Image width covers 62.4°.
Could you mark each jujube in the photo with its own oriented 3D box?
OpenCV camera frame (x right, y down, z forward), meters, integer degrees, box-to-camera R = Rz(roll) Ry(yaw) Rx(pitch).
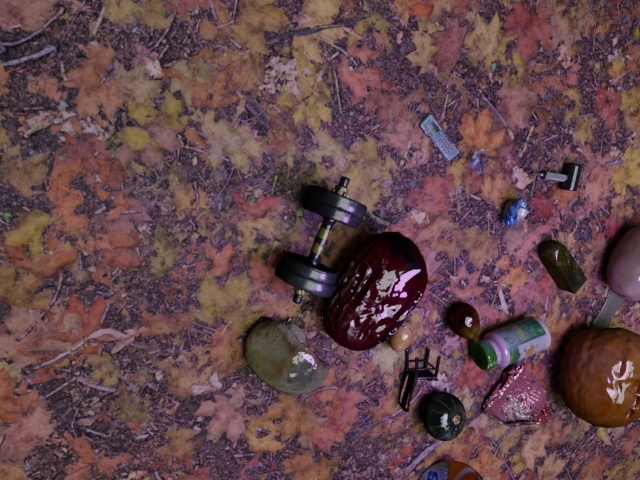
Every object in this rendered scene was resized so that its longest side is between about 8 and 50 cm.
[{"bbox_3d":[0.165,0.149,1.588,0.258,0.258,0.376,31,101,-26],"label":"jujube"}]

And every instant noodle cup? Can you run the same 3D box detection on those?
[{"bbox_3d":[0.508,0.976,1.910,0.296,0.296,0.214,-47,124,-7],"label":"instant noodle cup"}]

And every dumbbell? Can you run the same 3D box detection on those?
[{"bbox_3d":[0.000,0.000,1.509,0.185,0.185,0.388,21,93,-25],"label":"dumbbell"}]

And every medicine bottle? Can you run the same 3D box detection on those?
[{"bbox_3d":[0.682,0.375,1.911,0.274,0.133,0.133,-16,108,-18],"label":"medicine bottle"}]

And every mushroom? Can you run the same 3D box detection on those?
[{"bbox_3d":[-0.098,0.362,1.563,0.190,0.164,0.267,-37,113,-12],"label":"mushroom"}]

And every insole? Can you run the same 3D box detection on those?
[{"bbox_3d":[1.192,0.262,2.165,0.119,0.009,0.348,31,89,-26],"label":"insole"}]

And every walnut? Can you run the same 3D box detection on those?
[{"bbox_3d":[1.099,0.523,2.021,0.354,0.308,0.397,6,98,-19],"label":"walnut"}]

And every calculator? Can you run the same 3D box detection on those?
[{"bbox_3d":[0.379,-0.324,1.685,0.057,0.018,0.172,-47,113,-8],"label":"calculator"}]

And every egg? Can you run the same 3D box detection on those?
[{"bbox_3d":[0.263,0.323,1.751,0.080,0.080,0.096,22,93,-25],"label":"egg"}]

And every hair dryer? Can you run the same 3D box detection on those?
[{"bbox_3d":[0.836,-0.234,1.882,0.198,0.057,0.100,4,99,-18],"label":"hair dryer"}]

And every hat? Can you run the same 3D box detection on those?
[{"bbox_3d":[0.779,0.625,2.023,0.286,0.107,0.236,35,97,-21],"label":"hat"}]

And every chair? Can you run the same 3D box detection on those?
[{"bbox_3d":[0.339,0.485,1.821,0.102,0.084,0.212,1,102,-19],"label":"chair"}]

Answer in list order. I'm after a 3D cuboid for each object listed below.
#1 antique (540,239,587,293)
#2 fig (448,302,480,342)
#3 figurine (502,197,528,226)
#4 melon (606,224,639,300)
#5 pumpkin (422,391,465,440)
[{"bbox_3d":[0.892,0.094,1.962,0.080,0.081,0.221,-47,114,-9],"label":"antique"},{"bbox_3d":[0.512,0.293,1.837,0.109,0.103,0.154,-37,106,13],"label":"fig"},{"bbox_3d":[0.671,-0.092,1.826,0.114,0.079,0.114,-52,157,-33],"label":"figurine"},{"bbox_3d":[1.237,0.080,2.024,0.223,0.223,0.316,35,85,-26],"label":"melon"},{"bbox_3d":[0.435,0.621,1.868,0.167,0.125,0.167,-6,99,-46],"label":"pumpkin"}]
